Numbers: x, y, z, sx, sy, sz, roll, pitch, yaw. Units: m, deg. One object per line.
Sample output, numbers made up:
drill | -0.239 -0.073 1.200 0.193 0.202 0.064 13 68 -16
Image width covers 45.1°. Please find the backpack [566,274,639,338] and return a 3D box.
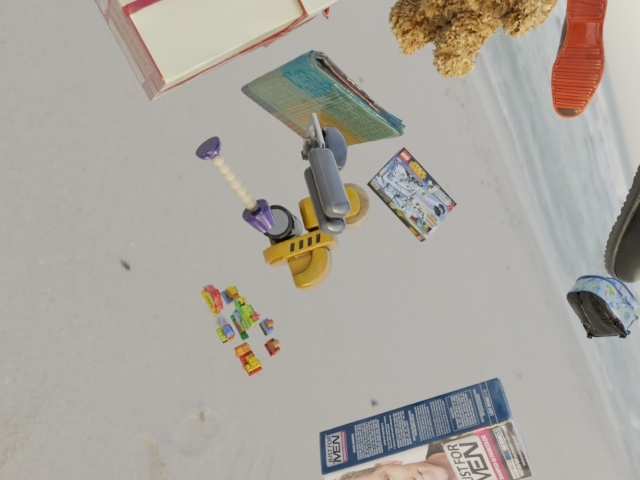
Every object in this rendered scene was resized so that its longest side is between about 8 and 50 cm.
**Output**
backpack | 0.518 0.114 1.421 0.114 0.105 0.084 50 64 -13

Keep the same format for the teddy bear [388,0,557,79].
teddy bear | 0.202 -0.323 0.970 0.113 0.338 0.245 25 71 -23

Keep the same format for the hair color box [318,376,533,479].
hair color box | 0.189 0.386 1.396 0.105 0.347 0.174 -93 160 -54

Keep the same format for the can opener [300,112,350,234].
can opener | 0.023 -0.122 1.342 0.283 0.095 0.076 -106 -157 -46

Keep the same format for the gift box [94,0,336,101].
gift box | -0.146 -0.339 0.939 0.255 0.258 0.276 64 -12 -17

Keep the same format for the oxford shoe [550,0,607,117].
oxford shoe | 0.517 -0.381 1.529 0.098 0.096 0.271 -48 147 -67

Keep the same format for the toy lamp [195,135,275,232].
toy lamp | -0.203 -0.129 1.905 0.275 0.080 0.080 53 32 -31

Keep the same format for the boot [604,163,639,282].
boot | 0.867 0.051 1.717 0.445 0.146 0.367 45 -35 45

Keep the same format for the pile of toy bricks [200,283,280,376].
pile of toy bricks | -0.160 0.170 1.645 0.118 0.105 0.212 -26 78 -30

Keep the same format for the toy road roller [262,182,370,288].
toy road roller | 0.000 0.000 2.142 0.202 0.329 0.241 39 33 -81

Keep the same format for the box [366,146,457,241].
box | 0.155 -0.078 1.298 0.137 0.027 0.094 47 62 -5

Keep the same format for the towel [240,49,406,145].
towel | -0.004 -0.303 1.738 0.271 0.370 0.040 36 74 -23
